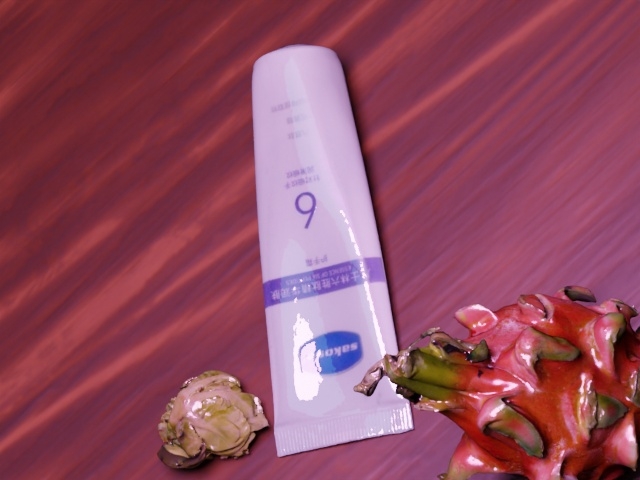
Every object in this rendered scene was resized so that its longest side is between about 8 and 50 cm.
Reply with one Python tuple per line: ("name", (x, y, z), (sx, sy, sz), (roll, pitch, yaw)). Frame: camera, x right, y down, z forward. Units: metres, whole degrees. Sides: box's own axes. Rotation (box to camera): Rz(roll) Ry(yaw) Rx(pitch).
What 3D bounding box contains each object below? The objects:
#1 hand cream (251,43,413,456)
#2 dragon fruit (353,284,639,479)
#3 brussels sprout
("hand cream", (0.000, 0.000, 1.462), (0.109, 0.067, 0.320), (-13, 73, 19))
("dragon fruit", (0.130, 0.104, 1.267), (0.135, 0.236, 0.137), (7, 104, 59))
("brussels sprout", (-0.091, 0.138, 1.440), (0.085, 0.058, 0.085), (-12, 71, 38))
